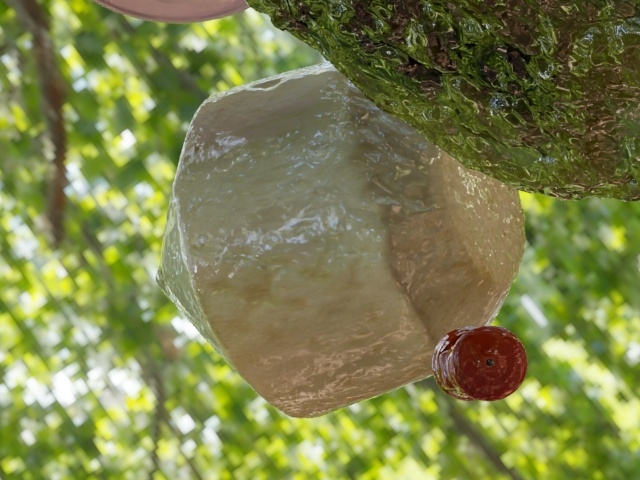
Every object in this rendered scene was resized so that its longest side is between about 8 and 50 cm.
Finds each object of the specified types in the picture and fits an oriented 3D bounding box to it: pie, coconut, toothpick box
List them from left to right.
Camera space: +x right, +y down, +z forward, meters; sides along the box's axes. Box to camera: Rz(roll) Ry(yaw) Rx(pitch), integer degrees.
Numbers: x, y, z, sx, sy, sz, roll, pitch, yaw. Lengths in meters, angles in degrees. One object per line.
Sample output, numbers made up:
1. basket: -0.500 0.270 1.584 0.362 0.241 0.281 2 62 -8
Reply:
1. coconut: 0.000 0.000 1.533 0.328 0.329 0.329 -34 -15 -11
2. pie: 0.052 -0.133 0.774 0.070 0.323 0.323 -57 -5 -27
3. toothpick box: 0.094 0.073 1.095 0.047 0.047 0.083 -36 -1 -6

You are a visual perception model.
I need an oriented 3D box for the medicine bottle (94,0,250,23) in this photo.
1. medicine bottle: -0.124 -0.375 1.609 0.202 0.316 0.202 -1 -27 -1
